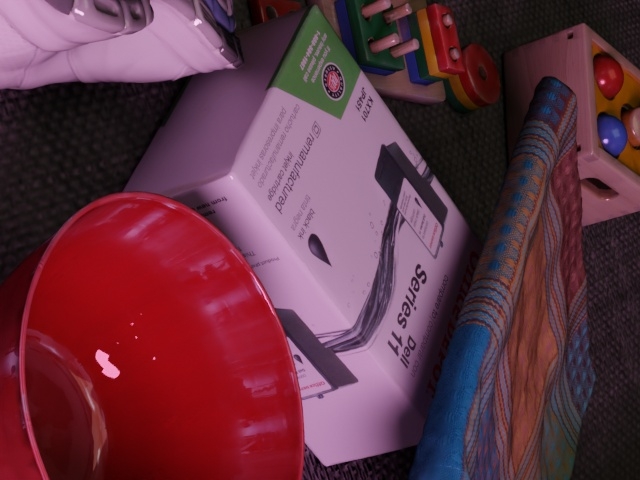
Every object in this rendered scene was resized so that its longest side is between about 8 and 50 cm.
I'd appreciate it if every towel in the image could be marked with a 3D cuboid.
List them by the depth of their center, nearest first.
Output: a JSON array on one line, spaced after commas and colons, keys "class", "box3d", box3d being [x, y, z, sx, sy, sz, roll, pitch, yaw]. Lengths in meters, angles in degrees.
[{"class": "towel", "box3d": [0.119, 0.113, 1.009, 0.370, 0.040, 0.271, -66, 154, -45]}]

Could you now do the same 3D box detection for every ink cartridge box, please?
[{"class": "ink cartridge box", "box3d": [0.000, 0.000, 0.939, 0.208, 0.086, 0.153, 52, 39, -28]}]

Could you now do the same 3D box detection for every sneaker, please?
[{"class": "sneaker", "box3d": [-0.124, -0.123, 0.805, 0.297, 0.129, 0.111, -4, 76, -74]}]

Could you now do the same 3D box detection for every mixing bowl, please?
[{"class": "mixing bowl", "box3d": [-0.099, 0.078, 0.753, 0.181, 0.098, 0.181, 28, 53, -45]}]

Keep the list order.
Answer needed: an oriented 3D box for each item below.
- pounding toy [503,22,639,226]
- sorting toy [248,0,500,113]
[{"class": "pounding toy", "box3d": [0.220, -0.093, 1.280, 0.141, 0.100, 0.130, 27, 54, -46]}, {"class": "sorting toy", "box3d": [0.040, -0.165, 1.107, 0.274, 0.046, 0.132, 4, 72, -54]}]
